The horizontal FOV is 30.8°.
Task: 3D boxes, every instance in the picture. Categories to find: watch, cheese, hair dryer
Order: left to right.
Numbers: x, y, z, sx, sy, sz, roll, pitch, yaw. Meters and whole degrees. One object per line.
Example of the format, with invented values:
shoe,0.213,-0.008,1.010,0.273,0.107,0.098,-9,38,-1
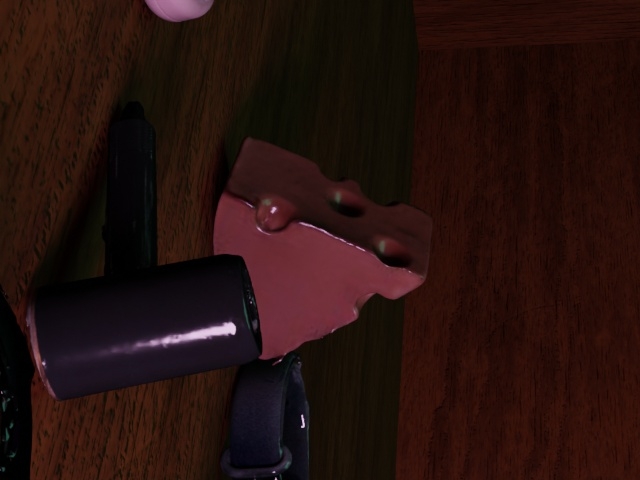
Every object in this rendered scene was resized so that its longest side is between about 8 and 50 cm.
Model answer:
hair dryer,-0.107,-0.015,0.748,0.070,0.128,0.255,77,5,-46
watch,-0.049,0.216,1.174,0.206,0.068,0.192,-51,136,-80
cheese,-0.027,-0.008,1.106,0.177,0.203,0.128,49,30,-22

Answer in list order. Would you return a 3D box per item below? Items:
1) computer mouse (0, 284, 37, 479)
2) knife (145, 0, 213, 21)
computer mouse,-0.155,0.108,0.461,0.146,0.078,0.241,96,-2,-73
knife,-0.127,-0.337,0.900,0.081,0.043,0.335,1,83,-63
